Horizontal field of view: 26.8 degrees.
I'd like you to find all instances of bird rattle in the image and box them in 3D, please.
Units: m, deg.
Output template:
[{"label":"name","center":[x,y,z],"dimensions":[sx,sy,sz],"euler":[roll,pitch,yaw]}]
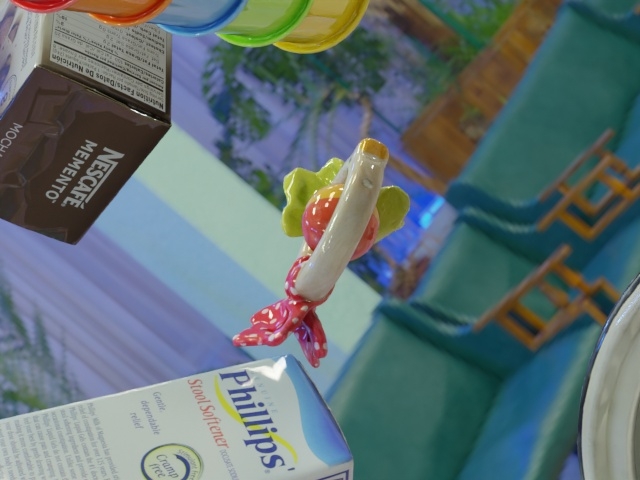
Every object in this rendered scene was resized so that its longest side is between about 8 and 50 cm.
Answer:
[{"label":"bird rattle","center":[0.000,0.000,1.403],"dimensions":[0.253,0.143,0.207],"euler":[-59,0,-40]}]

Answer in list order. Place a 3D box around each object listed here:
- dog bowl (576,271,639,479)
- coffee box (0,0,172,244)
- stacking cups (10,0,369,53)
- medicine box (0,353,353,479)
[{"label":"dog bowl","center":[0.377,0.132,0.831],"dimensions":[0.408,0.408,0.150],"euler":[-47,-11,36]},{"label":"coffee box","center":[-0.213,-0.169,1.134],"dimensions":[0.168,0.119,0.297],"euler":[-44,36,37]},{"label":"stacking cups","center":[-0.078,-0.145,0.699],"dimensions":[0.096,0.096,0.316],"euler":[-48,-14,24]},{"label":"medicine box","center":[-0.130,0.265,1.122],"dimensions":[0.149,0.289,0.263],"euler":[-124,28,-50]}]
